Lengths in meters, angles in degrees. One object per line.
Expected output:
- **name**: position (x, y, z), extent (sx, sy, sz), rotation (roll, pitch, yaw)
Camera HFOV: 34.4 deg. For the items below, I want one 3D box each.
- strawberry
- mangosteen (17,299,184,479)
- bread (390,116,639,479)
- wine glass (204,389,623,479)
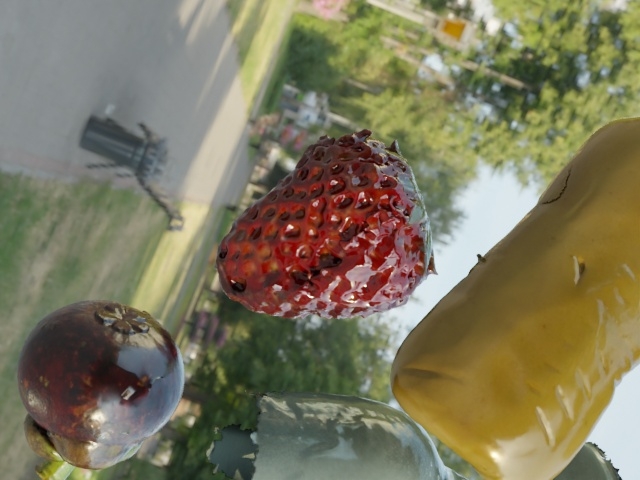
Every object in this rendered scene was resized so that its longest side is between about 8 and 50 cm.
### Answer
- **strawberry**: position (0.000, 0.000, 1.141), extent (0.205, 0.244, 0.205), rotation (-18, 90, -85)
- **mangosteen**: position (-0.196, 0.145, 0.937), extent (0.156, 0.146, 0.181), rotation (-77, 168, -74)
- **bread**: position (0.185, 0.035, 0.742), extent (0.305, 0.142, 0.091), rotation (-47, 176, -16)
- **wine glass**: position (0.073, 0.199, 0.802), extent (0.143, 0.321, 0.143), rotation (-49, -147, 47)
